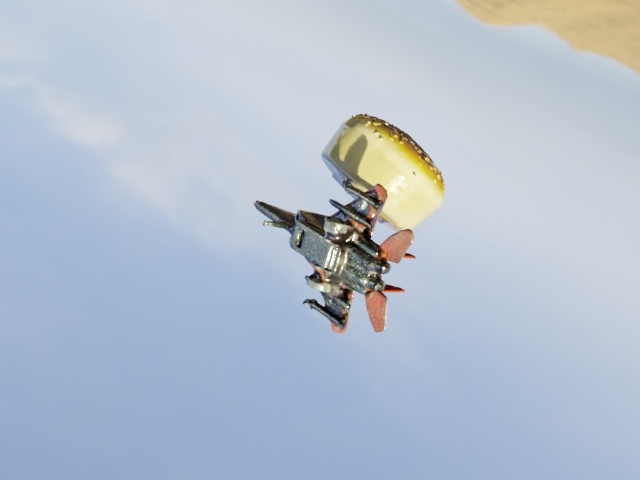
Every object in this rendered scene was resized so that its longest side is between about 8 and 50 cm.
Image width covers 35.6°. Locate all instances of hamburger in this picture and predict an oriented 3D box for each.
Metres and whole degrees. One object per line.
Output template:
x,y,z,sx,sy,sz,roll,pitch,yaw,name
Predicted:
0.064,-0.068,0.959,0.126,0.081,0.141,44,178,13,hamburger

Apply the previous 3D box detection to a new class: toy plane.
-0.002,0.000,0.835,0.189,0.130,0.061,26,-162,35,toy plane
